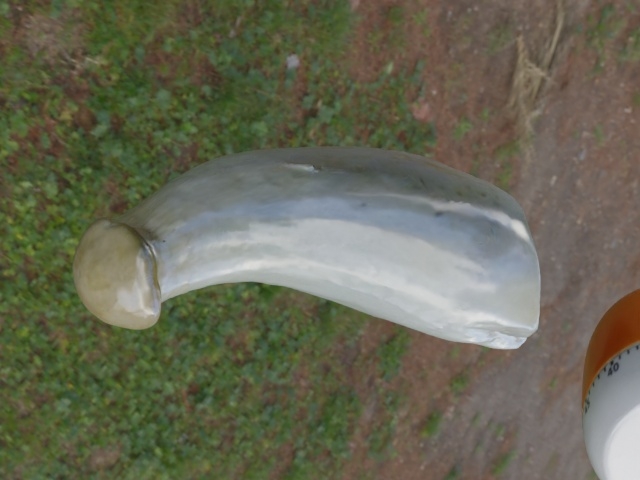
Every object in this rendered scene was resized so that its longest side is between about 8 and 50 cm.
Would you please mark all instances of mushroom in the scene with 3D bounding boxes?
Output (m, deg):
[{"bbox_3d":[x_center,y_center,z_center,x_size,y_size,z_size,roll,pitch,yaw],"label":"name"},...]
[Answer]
[{"bbox_3d":[0.000,0.000,0.528,0.270,0.118,0.103,4,149,-18],"label":"mushroom"}]

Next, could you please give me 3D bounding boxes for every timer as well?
[{"bbox_3d":[0.195,0.081,0.531,0.136,0.099,0.136,3,90,-86],"label":"timer"}]
